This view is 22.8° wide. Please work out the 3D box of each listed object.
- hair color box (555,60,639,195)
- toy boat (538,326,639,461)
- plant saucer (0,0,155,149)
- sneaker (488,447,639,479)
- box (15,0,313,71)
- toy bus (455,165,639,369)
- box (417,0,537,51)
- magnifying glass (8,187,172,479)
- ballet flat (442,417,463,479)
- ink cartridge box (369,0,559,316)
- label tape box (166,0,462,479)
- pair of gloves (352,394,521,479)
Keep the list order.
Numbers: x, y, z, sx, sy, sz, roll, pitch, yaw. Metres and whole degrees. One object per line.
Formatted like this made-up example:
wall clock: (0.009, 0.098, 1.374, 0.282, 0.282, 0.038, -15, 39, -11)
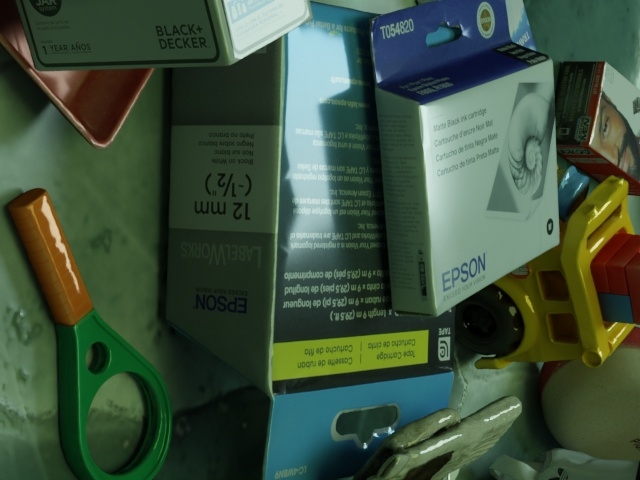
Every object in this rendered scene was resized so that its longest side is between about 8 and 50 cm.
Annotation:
hair color box: (0.302, -0.113, 1.639, 0.167, 0.053, 0.093, 25, 74, -49)
toy boat: (0.311, 0.146, 1.627, 0.231, 0.151, 0.151, 42, 30, -46)
plant saucer: (-0.169, -0.235, 1.027, 0.258, 0.047, 0.259, 51, 53, -41)
sneaker: (0.298, 0.314, 1.544, 0.137, 0.210, 0.366, -62, 142, -28)
box: (-0.121, -0.248, 0.914, 0.087, 0.169, 0.290, -37, 120, -45)
toy bus: (0.219, 0.004, 1.414, 0.149, 0.211, 0.220, -38, 120, -42)
box: (0.136, -0.218, 1.425, 0.109, 0.042, 0.178, -47, 127, -39)
magnifying glass: (-0.160, 0.072, 1.082, 0.092, 0.026, 0.231, -42, 126, -42)
ballet flat: (0.084, 0.221, 1.381, 0.057, 0.052, 0.168, 48, 56, -42)
ink cartridge box: (0.119, -0.077, 1.235, 0.223, 0.045, 0.224, -26, 113, -53)
label tape box: (0.000, 0.000, 1.211, 0.249, 0.115, 0.348, 0, 95, -54)
pair of gloves: (0.040, 0.217, 1.222, 0.204, 0.042, 0.240, -4, 140, -53)
